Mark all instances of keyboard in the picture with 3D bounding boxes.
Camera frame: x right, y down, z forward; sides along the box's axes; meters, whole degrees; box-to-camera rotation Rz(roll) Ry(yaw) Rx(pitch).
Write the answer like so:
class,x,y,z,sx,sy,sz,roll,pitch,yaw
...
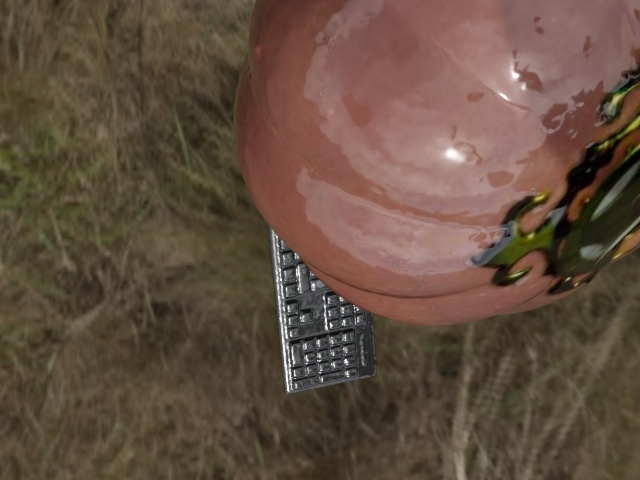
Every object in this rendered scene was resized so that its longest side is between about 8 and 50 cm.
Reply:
class,x,y,z,sx,sy,sz,roll,pitch,yaw
keyboard,0.000,0.000,0.956,0.063,0.010,0.198,-12,115,-15

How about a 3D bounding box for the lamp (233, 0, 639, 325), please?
class,x,y,z,sx,sy,sz,roll,pitch,yaw
lamp,0.086,-0.103,0.826,0.305,0.239,0.305,-30,149,-20
